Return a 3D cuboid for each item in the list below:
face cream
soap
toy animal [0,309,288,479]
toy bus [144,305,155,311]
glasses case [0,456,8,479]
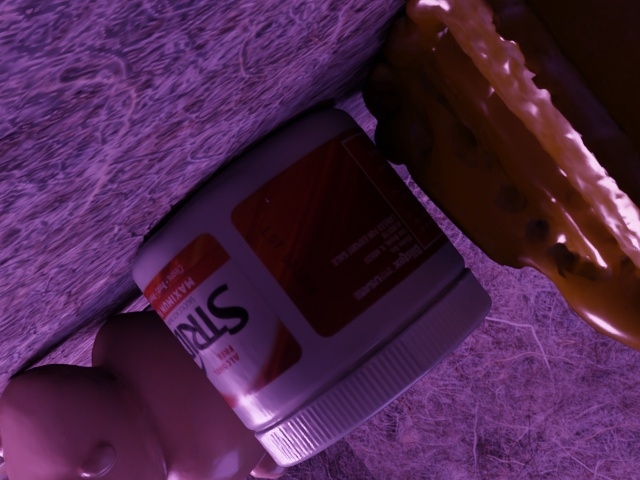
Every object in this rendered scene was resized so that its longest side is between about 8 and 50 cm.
[{"bbox_3d":[-0.008,0.032,0.769,0.201,0.187,0.201,-38,178,-1],"label":"face cream"},{"bbox_3d":[0.185,-0.028,0.679,0.169,0.338,0.304,-36,177,-8],"label":"soap"},{"bbox_3d":[-0.173,0.166,0.956,0.229,0.210,0.221,-20,-178,18],"label":"toy animal"},{"bbox_3d":[-0.168,0.113,1.296,0.112,0.090,0.274,-28,174,-18],"label":"toy bus"},{"bbox_3d":[-0.399,0.272,1.319,0.081,0.051,0.204,-39,178,-17],"label":"glasses case"}]
